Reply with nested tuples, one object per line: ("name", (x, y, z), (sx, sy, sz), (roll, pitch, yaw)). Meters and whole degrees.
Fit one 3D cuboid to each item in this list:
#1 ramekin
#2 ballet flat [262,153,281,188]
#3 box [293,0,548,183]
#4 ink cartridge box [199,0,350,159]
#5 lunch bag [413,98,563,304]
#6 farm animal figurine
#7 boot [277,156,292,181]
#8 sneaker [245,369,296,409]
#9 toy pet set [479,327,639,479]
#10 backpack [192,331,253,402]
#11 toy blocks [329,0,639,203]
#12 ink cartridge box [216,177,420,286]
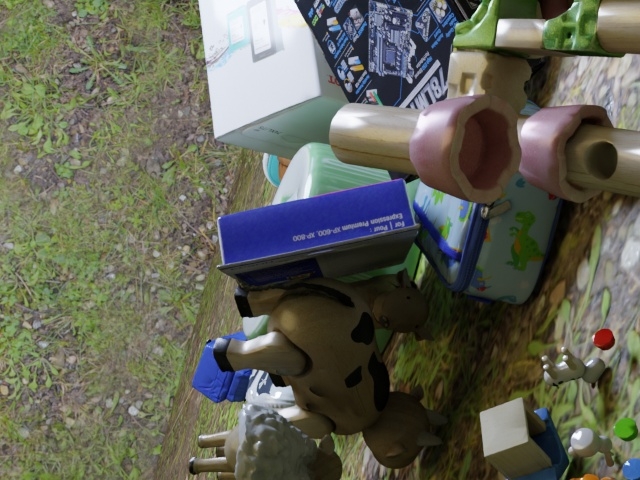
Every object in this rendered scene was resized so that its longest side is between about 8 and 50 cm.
("ramekin", (0.009, 0.021, 1.426), (0.303, 0.148, 0.303), (-162, 90, -78))
("ballet flat", (-0.001, -0.279, 2.022), (0.139, 0.139, 0.400), (-97, 27, -64))
("box", (0.090, -0.244, 1.226), (0.293, 0.073, 0.295), (60, 156, 9))
("ink cartridge box", (-0.032, -0.277, 1.587), (0.197, 0.198, 0.270), (-18, 73, 35))
("lunch bag", (0.150, -0.044, 1.016), (0.219, 0.090, 0.176), (-107, 29, -72))
("farm animal figurine", (0.032, 0.132, 1.067), (0.327, 0.172, 0.330), (56, -144, -52))
("boot", (-0.049, -0.213, 1.918), (0.283, 0.109, 0.220), (31, 128, 43))
("sneaker", (-0.049, 0.160, 1.625), (0.235, 0.094, 0.153), (-85, 5, -83))
("toy pet set", (0.173, 0.141, 0.767), (0.114, 0.065, 0.122), (-25, 40, 25))
("backpack", (-0.139, 0.213, 1.829), (0.120, 0.101, 0.098), (-21, -39, -62))
("toy blocks", (0.210, -0.159, 0.724), (0.260, 0.309, 0.288), (12, 98, 46))
("ink cartridge box", (0.000, 0.000, 1.096), (0.371, 0.176, 0.069), (66, -168, -86))
